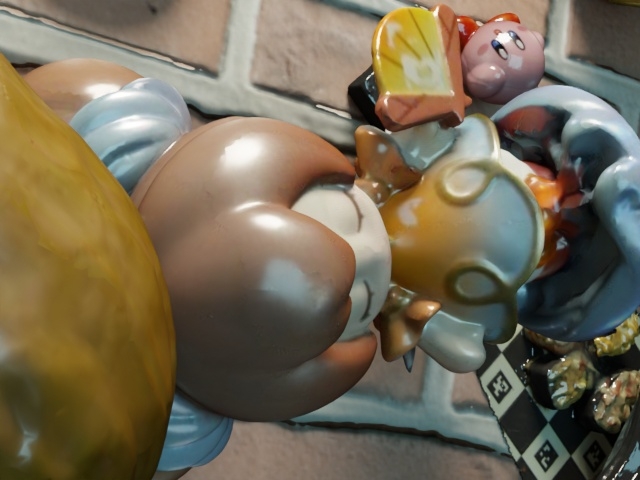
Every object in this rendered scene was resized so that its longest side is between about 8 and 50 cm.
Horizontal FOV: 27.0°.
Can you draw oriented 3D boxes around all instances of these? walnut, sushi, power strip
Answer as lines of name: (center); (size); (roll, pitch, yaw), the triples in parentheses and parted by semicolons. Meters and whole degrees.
walnut: (-0.260, 0.046, 0.640); (0.398, 0.354, 0.308); (52, 23, -18)
sushi: (0.221, 0.101, 1.116); (0.192, 0.040, 0.210); (-35, 107, -28)
power strip: (0.065, -0.085, 1.026); (0.038, 0.029, 0.111); (-42, 109, -20)

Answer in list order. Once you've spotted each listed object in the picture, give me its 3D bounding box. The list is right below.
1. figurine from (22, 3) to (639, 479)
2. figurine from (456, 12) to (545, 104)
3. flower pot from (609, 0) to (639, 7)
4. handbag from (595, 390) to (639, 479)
figurine: (0.000, -0.001, 0.865); (0.388, 0.248, 0.277); (-12, 92, -36)
figurine: (0.145, -0.143, 1.057); (0.083, 0.071, 0.067); (-23, 143, -23)
flower pot: (0.300, -0.275, 1.094); (0.195, 0.179, 0.195); (2, 87, -32)
handbag: (0.341, 0.243, 1.159); (0.332, 0.075, 0.191); (42, 73, -32)
